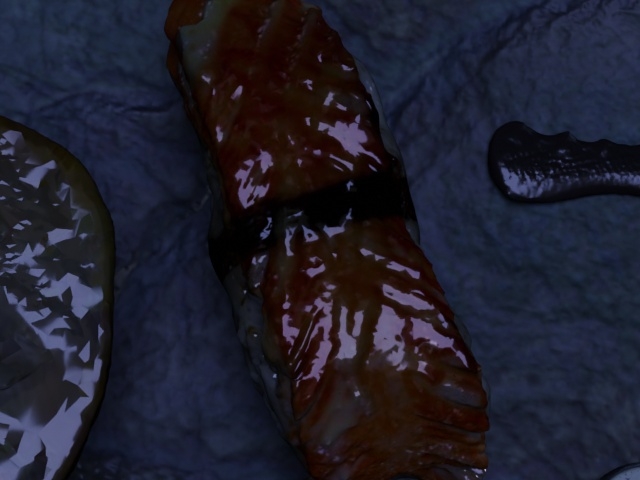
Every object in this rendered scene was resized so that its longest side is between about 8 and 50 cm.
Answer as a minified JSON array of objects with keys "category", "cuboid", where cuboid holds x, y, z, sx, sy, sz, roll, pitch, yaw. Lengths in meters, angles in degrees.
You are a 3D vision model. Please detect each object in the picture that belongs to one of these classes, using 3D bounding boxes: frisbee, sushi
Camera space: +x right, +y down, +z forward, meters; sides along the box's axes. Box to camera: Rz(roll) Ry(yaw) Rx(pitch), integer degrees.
[{"category":"frisbee","cuboid":[0.223,-0.059,0.871,0.211,0.012,0.187,27,73,3]},{"category":"sushi","cuboid":[0.000,0.000,0.780,0.124,0.130,0.332,-16,72,-5]}]

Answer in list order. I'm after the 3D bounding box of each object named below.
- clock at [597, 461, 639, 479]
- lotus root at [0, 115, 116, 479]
[{"category":"clock","cuboid":[0.192,0.169,0.802,0.085,0.017,0.085,2,74,-5]},{"category":"lotus root","cuboid":[-0.300,0.049,0.744,0.391,0.111,0.375,-22,75,-11]}]
